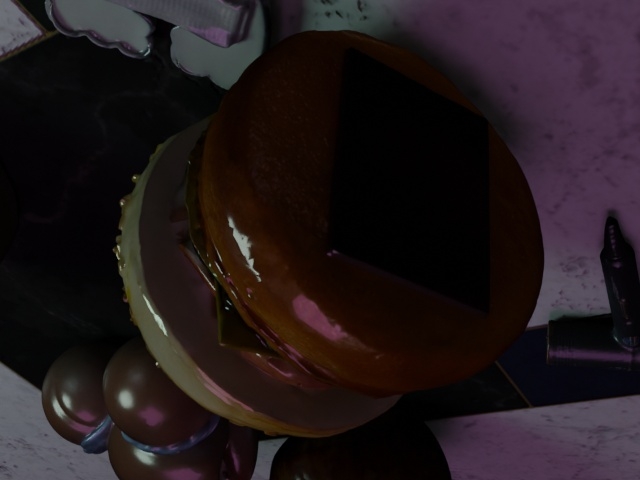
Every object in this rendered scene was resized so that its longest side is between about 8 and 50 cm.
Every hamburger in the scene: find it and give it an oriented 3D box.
[{"bbox_3d":[0.000,0.000,0.658,0.291,0.291,0.225,29,145,-19],"label":"hamburger"}]

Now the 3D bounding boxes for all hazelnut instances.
[{"bbox_3d":[0.040,0.309,1.068,0.218,0.218,0.234,38,135,-27],"label":"hazelnut"}]

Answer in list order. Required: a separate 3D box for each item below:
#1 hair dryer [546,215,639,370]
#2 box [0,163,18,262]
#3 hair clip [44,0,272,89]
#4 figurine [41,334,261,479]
[{"bbox_3d":[0.299,0.053,0.811,0.173,0.050,0.195,1,137,11],"label":"hair dryer"},{"bbox_3d":[-0.472,0.001,0.849,0.301,0.216,0.301,10,141,8],"label":"box"},{"bbox_3d":[-0.125,-0.180,0.648,0.220,0.054,0.140,18,138,-8],"label":"hair clip"},{"bbox_3d":[-0.180,0.309,1.044,0.248,0.388,0.277,9,165,-44],"label":"figurine"}]
